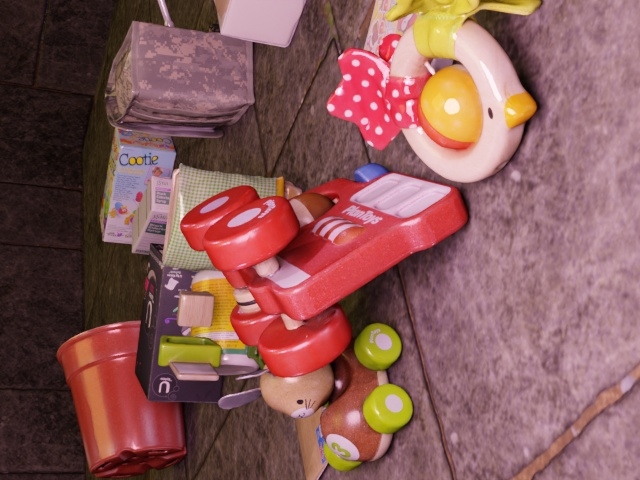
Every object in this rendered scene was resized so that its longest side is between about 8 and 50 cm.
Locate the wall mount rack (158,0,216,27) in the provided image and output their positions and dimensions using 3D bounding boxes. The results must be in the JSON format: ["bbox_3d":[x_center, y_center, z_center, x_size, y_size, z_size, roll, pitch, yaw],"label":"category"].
[{"bbox_3d":[-0.246,-0.576,1.800,0.350,0.130,0.304,-47,-15,-54],"label":"wall mount rack"}]

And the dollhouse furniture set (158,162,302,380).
[{"bbox_3d":[-0.125,0.052,1.361,0.151,0.197,0.302,-152,69,-69],"label":"dollhouse furniture set"}]

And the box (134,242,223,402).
[{"bbox_3d":[-0.260,0.155,1.758,0.165,0.143,0.271,-152,68,-68],"label":"box"}]

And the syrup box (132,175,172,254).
[{"bbox_3d":[-0.375,-0.054,2.174,0.237,0.093,0.096,133,138,-57],"label":"syrup box"}]

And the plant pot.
[{"bbox_3d":[-0.404,0.346,1.956,0.272,0.272,0.265,126,135,-53],"label":"plant pot"}]

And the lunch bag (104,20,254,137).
[{"bbox_3d":[-0.281,-0.291,1.792,0.287,0.235,0.169,154,117,-65],"label":"lunch bag"}]

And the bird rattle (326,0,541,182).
[{"bbox_3d":[0.108,-0.148,0.900,0.207,0.143,0.253,59,142,17],"label":"bird rattle"}]

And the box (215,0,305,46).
[{"bbox_3d":[-0.111,-0.484,1.559,0.148,0.121,0.311,116,151,-42],"label":"box"}]

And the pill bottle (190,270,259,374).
[{"bbox_3d":[-0.158,0.113,1.542,0.117,0.117,0.209,142,130,-62],"label":"pill bottle"}]

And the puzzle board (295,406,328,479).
[{"bbox_3d":[-0.009,0.261,1.267,0.096,0.011,0.128,115,151,-44],"label":"puzzle board"}]

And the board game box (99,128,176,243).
[{"bbox_3d":[-0.474,-0.143,2.382,0.142,0.144,0.275,-117,38,-54],"label":"board game box"}]

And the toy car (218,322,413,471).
[{"bbox_3d":[-0.016,0.179,1.060,0.155,0.188,0.149,124,145,-51],"label":"toy car"}]

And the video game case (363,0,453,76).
[{"bbox_3d":[0.118,-0.294,1.057,0.206,0.026,0.227,-125,44,-59],"label":"video game case"}]

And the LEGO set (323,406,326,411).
[{"bbox_3d":[0.017,0.229,1.192,0.083,0.023,0.054,178,97,-69],"label":"LEGO set"}]

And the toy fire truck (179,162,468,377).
[{"bbox_3d":[0.000,0.000,1.035,0.169,0.253,0.302,64,167,-17],"label":"toy fire truck"}]

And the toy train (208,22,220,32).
[{"bbox_3d":[-0.207,-0.416,1.924,0.158,0.027,0.036,-118,28,-54],"label":"toy train"}]
